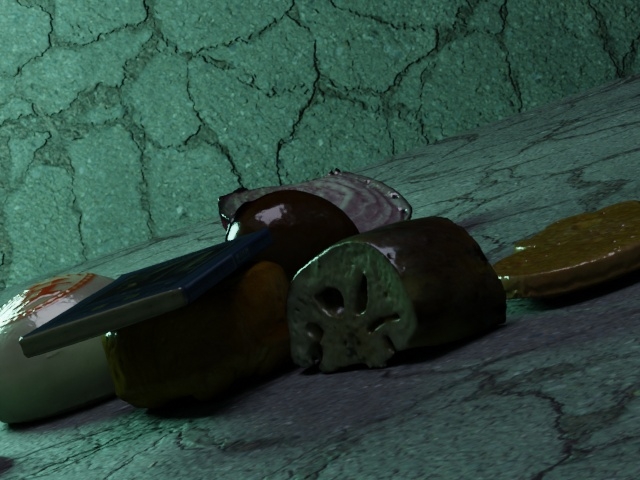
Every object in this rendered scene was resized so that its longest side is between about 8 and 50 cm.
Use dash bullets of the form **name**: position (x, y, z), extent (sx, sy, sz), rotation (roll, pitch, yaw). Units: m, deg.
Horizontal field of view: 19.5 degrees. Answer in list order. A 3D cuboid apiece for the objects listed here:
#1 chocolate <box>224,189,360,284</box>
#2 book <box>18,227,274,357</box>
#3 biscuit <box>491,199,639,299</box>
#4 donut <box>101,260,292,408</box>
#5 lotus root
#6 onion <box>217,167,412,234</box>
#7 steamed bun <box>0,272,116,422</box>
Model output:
- **chocolate**: position (-0.028, 0.016, 2.299), extent (0.176, 0.177, 0.177), rotation (-18, 7, 2)
- **book**: position (-0.175, 0.050, 1.939), extent (0.190, 0.025, 0.269), rotation (-19, 7, 21)
- **biscuit**: position (0.275, 0.011, 1.920), extent (0.202, 0.044, 0.288), rotation (-17, 6, 12)
- **donut**: position (-0.124, 0.101, 1.988), extent (0.226, 0.114, 0.226), rotation (-20, 7, 3)
- **lotus root**: position (0.064, 0.054, 1.856), extent (0.119, 0.138, 0.235), rotation (-12, -5, -40)
- **onion**: position (0.000, 0.000, 2.523), extent (0.250, 0.111, 0.247), rotation (-11, 25, -29)
- **steamed bun**: position (-0.305, 0.116, 2.199), extent (0.231, 0.145, 0.232), rotation (-18, 7, 2)
